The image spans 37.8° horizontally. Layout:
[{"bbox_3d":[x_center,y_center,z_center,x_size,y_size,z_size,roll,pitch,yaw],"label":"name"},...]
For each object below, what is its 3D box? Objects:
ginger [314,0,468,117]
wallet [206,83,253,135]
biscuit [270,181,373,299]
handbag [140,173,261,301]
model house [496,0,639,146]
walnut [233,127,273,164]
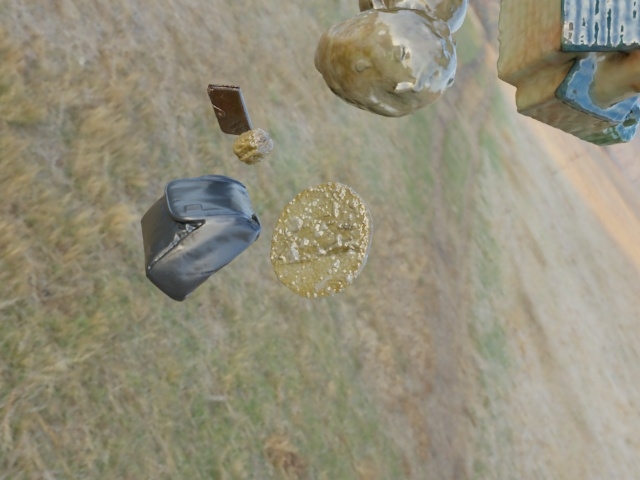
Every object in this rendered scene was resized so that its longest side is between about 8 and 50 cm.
[{"bbox_3d":[0.117,-0.306,1.279,0.155,0.245,0.304,36,69,-26],"label":"ginger"},{"bbox_3d":[-0.228,-0.327,2.372,0.176,0.095,0.026,75,28,-55],"label":"wallet"},{"bbox_3d":[0.001,0.000,1.684,0.033,0.220,0.219,24,39,-56],"label":"biscuit"},{"bbox_3d":[-0.286,-0.043,2.135,0.178,0.275,0.302,41,12,-26],"label":"handbag"},{"bbox_3d":[0.390,-0.300,1.121,0.245,0.280,0.312,18,68,-30],"label":"model house"},{"bbox_3d":[-0.159,-0.220,2.200,0.079,0.096,0.082,43,31,-30],"label":"walnut"}]
